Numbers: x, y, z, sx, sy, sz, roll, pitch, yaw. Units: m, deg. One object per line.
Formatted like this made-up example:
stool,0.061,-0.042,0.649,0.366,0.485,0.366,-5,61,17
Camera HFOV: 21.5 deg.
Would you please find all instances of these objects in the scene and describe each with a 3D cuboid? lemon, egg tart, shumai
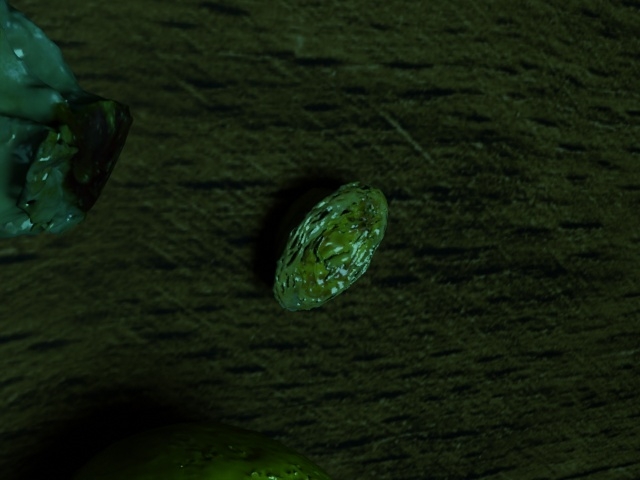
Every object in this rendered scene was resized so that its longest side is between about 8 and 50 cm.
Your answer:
lemon,-0.092,0.267,1.295,0.310,0.258,0.258,20,100,-52
egg tart,0.000,0.000,1.393,0.128,0.049,0.129,-35,146,-29
shumai,-0.204,-0.047,1.009,0.184,0.142,0.184,-33,137,-37
